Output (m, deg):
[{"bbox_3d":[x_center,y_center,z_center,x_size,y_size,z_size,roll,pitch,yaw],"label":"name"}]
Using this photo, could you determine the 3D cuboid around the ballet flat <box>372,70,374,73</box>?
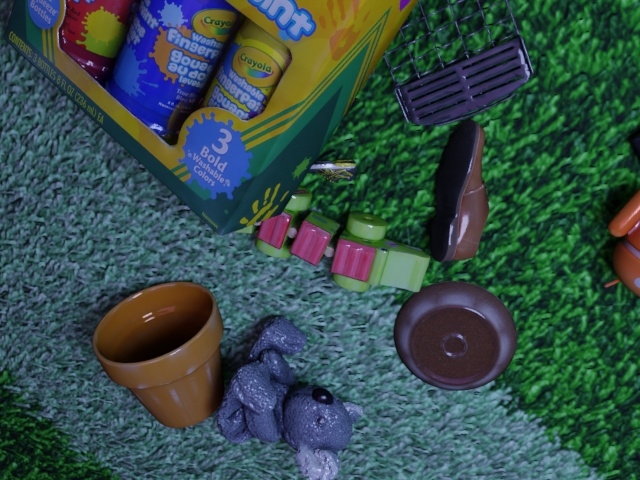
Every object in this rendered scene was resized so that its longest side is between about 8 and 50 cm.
[{"bbox_3d":[-0.036,-0.269,0.927,0.232,0.080,0.073,1,75,11],"label":"ballet flat"}]

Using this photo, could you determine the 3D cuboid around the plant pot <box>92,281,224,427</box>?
[{"bbox_3d":[-0.248,0.204,1.078,0.205,0.205,0.188,-5,123,14],"label":"plant pot"}]

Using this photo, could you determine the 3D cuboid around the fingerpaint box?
[{"bbox_3d":[-0.162,-0.292,0.830,0.445,0.163,0.371,42,118,12],"label":"fingerpaint box"}]

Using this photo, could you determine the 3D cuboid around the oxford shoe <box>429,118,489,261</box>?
[{"bbox_3d":[0.217,-0.072,0.948,0.076,0.076,0.212,1,109,-19],"label":"oxford shoe"}]

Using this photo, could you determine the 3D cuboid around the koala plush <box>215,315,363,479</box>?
[{"bbox_3d":[-0.043,0.281,1.060,0.221,0.196,0.203,27,123,2],"label":"koala plush"}]

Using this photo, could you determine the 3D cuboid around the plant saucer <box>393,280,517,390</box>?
[{"bbox_3d":[0.216,0.164,1.033,0.199,0.036,0.198,4,110,11],"label":"plant saucer"}]

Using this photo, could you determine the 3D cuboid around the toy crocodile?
[{"bbox_3d":[0.000,0.000,0.989,0.341,0.105,0.115,21,111,5],"label":"toy crocodile"}]

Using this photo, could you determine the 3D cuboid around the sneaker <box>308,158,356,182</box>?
[{"bbox_3d":[0.014,-0.105,0.991,0.083,0.031,0.035,-1,108,13],"label":"sneaker"}]

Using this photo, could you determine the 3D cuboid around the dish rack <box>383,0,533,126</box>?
[{"bbox_3d":[0.159,-0.293,0.866,0.208,0.074,0.271,-19,104,24],"label":"dish rack"}]

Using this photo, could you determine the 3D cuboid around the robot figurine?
[{"bbox_3d":[0.490,-0.002,0.867,0.158,0.128,0.219,11,118,-38],"label":"robot figurine"}]

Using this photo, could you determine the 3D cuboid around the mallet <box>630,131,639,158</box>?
[{"bbox_3d":[0.510,-0.170,0.859,0.190,0.039,0.062,-42,93,16],"label":"mallet"}]
